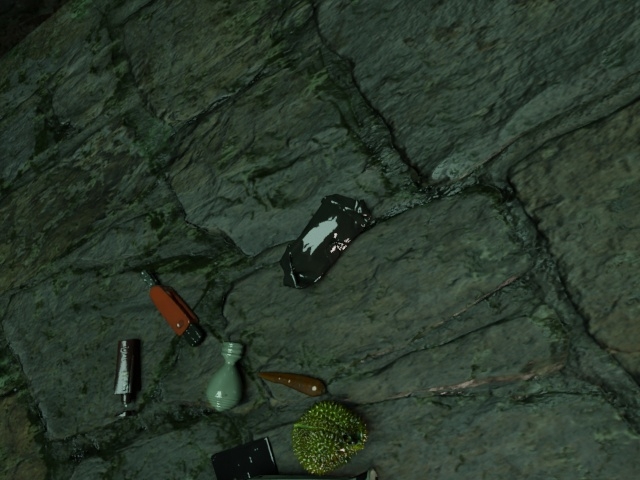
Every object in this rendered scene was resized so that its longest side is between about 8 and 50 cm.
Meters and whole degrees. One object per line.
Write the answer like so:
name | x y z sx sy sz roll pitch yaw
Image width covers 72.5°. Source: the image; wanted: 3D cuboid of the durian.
durian | 0.024 0.481 1.084 0.198 0.146 0.159 -32 43 8

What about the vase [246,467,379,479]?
vase | -0.033 0.650 1.074 0.359 0.165 0.165 -17 75 15

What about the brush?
brush | -0.473 0.206 1.389 0.323 0.051 0.070 45 105 19

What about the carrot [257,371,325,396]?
carrot | -0.085 0.386 1.201 0.216 0.048 0.048 5 83 28

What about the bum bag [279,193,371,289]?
bum bag | 0.000 0.000 1.215 0.142 0.079 0.326 42 95 15

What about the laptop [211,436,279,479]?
laptop | -0.210 0.643 1.219 0.197 0.016 0.135 -26 73 17

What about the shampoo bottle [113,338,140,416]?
shampoo bottle | -0.621 0.437 1.397 0.068 0.067 0.237 -7 78 12

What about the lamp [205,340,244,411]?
lamp | -0.264 0.386 1.245 0.106 0.106 0.193 4 73 23
